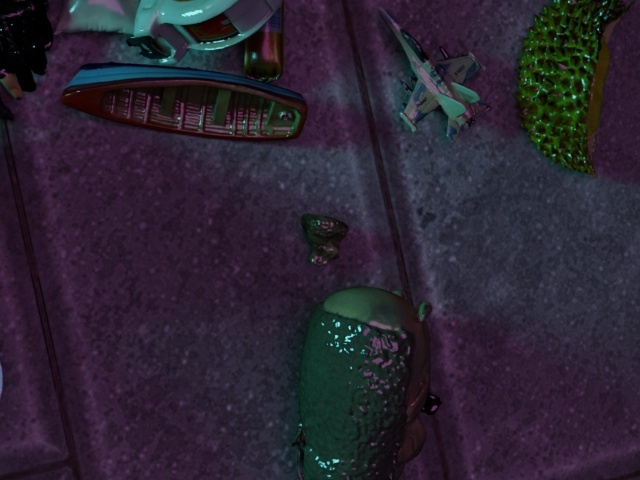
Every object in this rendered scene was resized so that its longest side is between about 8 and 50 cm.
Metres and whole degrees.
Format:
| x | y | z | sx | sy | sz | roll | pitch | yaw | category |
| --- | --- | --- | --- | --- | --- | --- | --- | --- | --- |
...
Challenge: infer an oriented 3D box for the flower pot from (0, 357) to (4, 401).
| x | y | z | sx | sy | sz | roll | pitch | yaw | category |
| --- | --- | --- | --- | --- | --- | --- | --- | --- | --- |
| -0.590 | 0.198 | 1.531 | 0.265 | 0.243 | 0.265 | 0 | 89 | -15 | flower pot |

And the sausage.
| x | y | z | sx | sy | sz | roll | pitch | yaw | category |
| --- | --- | --- | --- | --- | --- | --- | --- | --- | --- |
| -0.095 | -0.428 | 1.781 | 0.082 | 0.082 | 0.371 | -1 | 87 | -14 | sausage |

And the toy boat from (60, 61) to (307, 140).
| x | y | z | sx | sy | sz | roll | pitch | yaw | category |
| --- | --- | --- | --- | --- | --- | --- | --- | --- | --- |
| -0.218 | -0.229 | 1.724 | 0.392 | 0.136 | 0.079 | 7 | 55 | -11 | toy boat |

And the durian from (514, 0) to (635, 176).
| x | y | z | sx | sy | sz | roll | pitch | yaw | category |
| --- | --- | --- | --- | --- | --- | --- | --- | --- | --- |
| 0.454 | -0.299 | 1.916 | 0.169 | 0.158 | 0.351 | 17 | 81 | -48 | durian |

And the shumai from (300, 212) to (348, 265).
| x | y | z | sx | sy | sz | roll | pitch | yaw | category |
| --- | --- | --- | --- | --- | --- | --- | --- | --- | --- |
| 0.000 | 0.000 | 1.783 | 0.083 | 0.082 | 0.080 | 15 | 84 | 8 | shumai |

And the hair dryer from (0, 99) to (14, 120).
| x | y | z | sx | sy | sz | roll | pitch | yaw | category |
| --- | --- | --- | --- | --- | --- | --- | --- | --- | --- |
| -0.609 | -0.287 | 1.598 | 0.352 | 0.189 | 0.107 | 35 | 87 | -21 | hair dryer |

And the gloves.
| x | y | z | sx | sy | sz | roll | pitch | yaw | category |
| --- | --- | --- | --- | --- | --- | --- | --- | --- | --- |
| -0.481 | -0.313 | 1.659 | 0.129 | 0.106 | 0.180 | -8 | 85 | -17 | gloves |

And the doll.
| x | y | z | sx | sy | sz | roll | pitch | yaw | category |
| --- | --- | --- | --- | --- | --- | --- | --- | --- | --- |
| 0.077 | 0.249 | 1.713 | 0.247 | 0.247 | 0.349 | 12 | 93 | -14 | doll |

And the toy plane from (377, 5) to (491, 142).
| x | y | z | sx | sy | sz | roll | pitch | yaw | category |
| --- | --- | --- | --- | --- | --- | --- | --- | --- | --- |
| 0.181 | -0.298 | 1.847 | 0.192 | 0.088 | 0.262 | -41 | 87 | -19 | toy plane |

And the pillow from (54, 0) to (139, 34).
| x | y | z | sx | sy | sz | roll | pitch | yaw | category |
| --- | --- | --- | --- | --- | --- | --- | --- | --- | --- |
| -0.364 | -0.449 | 1.711 | 0.144 | 0.078 | 0.253 | -5 | 89 | -14 | pillow |

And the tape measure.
| x | y | z | sx | sy | sz | roll | pitch | yaw | category |
| --- | --- | --- | --- | --- | --- | --- | --- | --- | --- |
| -0.168 | -0.411 | 1.687 | 0.246 | 0.125 | 0.243 | -2 | 67 | 24 | tape measure |
